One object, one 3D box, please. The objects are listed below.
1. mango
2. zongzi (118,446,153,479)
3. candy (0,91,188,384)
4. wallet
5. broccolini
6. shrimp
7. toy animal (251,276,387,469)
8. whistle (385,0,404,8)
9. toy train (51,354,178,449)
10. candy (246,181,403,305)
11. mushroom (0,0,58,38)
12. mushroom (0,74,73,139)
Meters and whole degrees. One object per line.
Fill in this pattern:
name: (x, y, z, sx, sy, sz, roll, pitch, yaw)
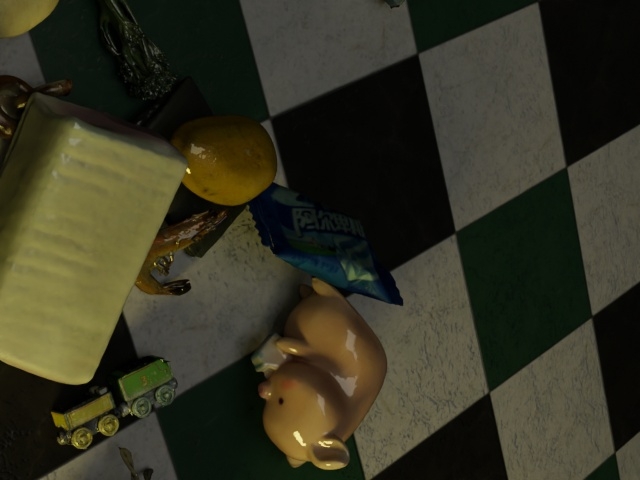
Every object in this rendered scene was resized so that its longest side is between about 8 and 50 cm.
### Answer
mango: (-0.147, -0.125, 1.595, 0.195, 0.098, 0.137, 20, 83, -46)
zongzi: (-0.417, 0.531, 1.454, 0.467, 0.218, 0.500, 12, 85, -34)
candy: (-0.337, 0.002, 1.433, 0.208, 0.145, 0.359, 21, 98, -40)
wallet: (-0.198, -0.107, 1.643, 0.168, 0.052, 0.245, -50, 132, -29)
broccolini: (-0.314, -0.361, 1.485, 0.079, 0.074, 0.392, -52, 127, -30)
shrimp: (-0.205, 0.024, 1.629, 0.178, 0.034, 0.124, -27, 125, -12)
toy animal: (-0.007, 0.223, 1.760, 0.213, 0.195, 0.256, 40, 72, -11)
whistle: (0.044, -0.500, 1.779, 0.304, 0.062, 0.062, 38, 72, -37)
toy train: (-0.303, 0.236, 1.596, 0.202, 0.060, 0.081, -25, 105, -35)
candy: (0.000, 0.000, 1.749, 0.331, 0.187, 0.077, 23, 121, -40)
mushroom: (-0.428, -0.347, 1.326, 0.246, 0.202, 0.246, 5, 61, -10)
mushroom: (-0.392, -0.182, 1.444, 0.129, 0.073, 0.088, -16, 77, -13)
